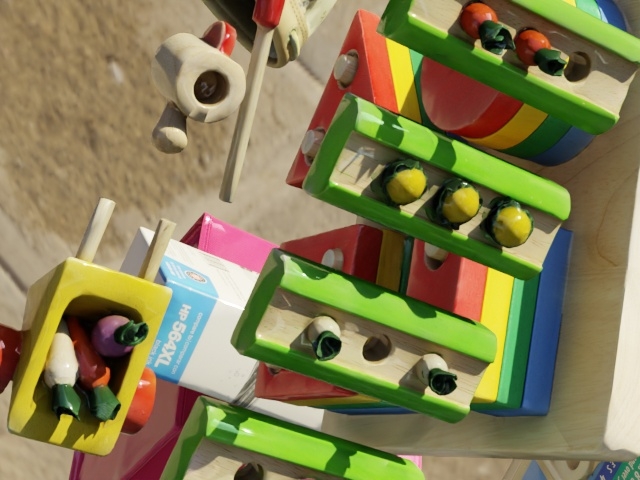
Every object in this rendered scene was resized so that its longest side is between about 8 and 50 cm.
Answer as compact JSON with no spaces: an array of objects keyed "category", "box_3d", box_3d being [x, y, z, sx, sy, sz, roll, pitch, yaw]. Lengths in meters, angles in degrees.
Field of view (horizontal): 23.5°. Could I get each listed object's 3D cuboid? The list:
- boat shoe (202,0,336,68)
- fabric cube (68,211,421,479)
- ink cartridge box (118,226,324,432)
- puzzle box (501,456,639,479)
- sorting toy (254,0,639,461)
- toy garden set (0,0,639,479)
[{"category":"boat shoe","box_3d":[-0.081,-0.202,0.804,0.104,0.285,0.089,12,69,51]},{"category":"fabric cube","box_3d":[-0.073,0.175,1.510,0.258,0.254,0.259,23,48,-21]},{"category":"ink cartridge box","box_3d":[-0.067,0.079,1.292,0.203,0.148,0.086,23,99,-21]},{"category":"puzzle box","box_3d":[0.169,0.304,1.057,0.052,0.409,0.272,10,28,-27]},{"category":"sorting toy","box_3d":[0.064,-0.022,0.795,0.089,0.257,0.256,16,76,-26]},{"category":"toy garden set","box_3d":[0.000,0.000,0.584,0.203,0.049,0.244,21,100,-28]}]
